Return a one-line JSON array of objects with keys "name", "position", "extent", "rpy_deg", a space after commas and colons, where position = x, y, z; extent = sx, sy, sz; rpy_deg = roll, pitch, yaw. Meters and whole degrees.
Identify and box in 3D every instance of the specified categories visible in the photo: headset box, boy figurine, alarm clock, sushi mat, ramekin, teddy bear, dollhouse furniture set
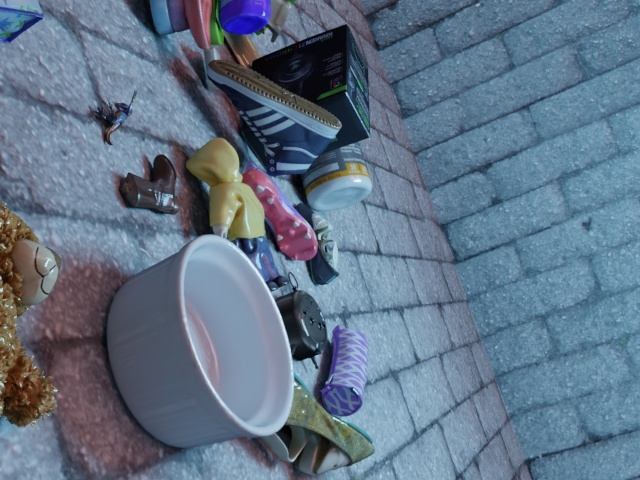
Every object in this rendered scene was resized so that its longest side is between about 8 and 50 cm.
[{"name": "headset box", "position": [-0.028, -0.304, 1.686], "extent": [0.283, 0.246, 0.131], "rpy_deg": [-87, 153, -43]}, {"name": "boy figurine", "position": [-0.149, -0.036, 1.333], "extent": [0.285, 0.092, 0.177], "rpy_deg": [67, 19, -2]}, {"name": "alarm clock", "position": [-0.038, 0.143, 1.489], "extent": [0.129, 0.064, 0.192], "rpy_deg": [39, 32, -55]}, {"name": "sushi mat", "position": [-0.225, -0.526, 1.763], "extent": [0.316, 0.019, 0.151], "rpy_deg": [60, 22, -24]}, {"name": "ramekin", "position": [-0.160, 0.142, 1.045], "extent": [0.277, 0.135, 0.277], "rpy_deg": [53, 25, -38]}, {"name": "teddy bear", "position": [-0.326, 0.091, 0.697], "extent": [0.245, 0.113, 0.338], "rpy_deg": [65, 19, -15]}, {"name": "dollhouse furniture set", "position": [-0.177, -0.566, 1.799], "extent": [0.197, 0.151, 0.301], "rpy_deg": [43, 34, -23]}]

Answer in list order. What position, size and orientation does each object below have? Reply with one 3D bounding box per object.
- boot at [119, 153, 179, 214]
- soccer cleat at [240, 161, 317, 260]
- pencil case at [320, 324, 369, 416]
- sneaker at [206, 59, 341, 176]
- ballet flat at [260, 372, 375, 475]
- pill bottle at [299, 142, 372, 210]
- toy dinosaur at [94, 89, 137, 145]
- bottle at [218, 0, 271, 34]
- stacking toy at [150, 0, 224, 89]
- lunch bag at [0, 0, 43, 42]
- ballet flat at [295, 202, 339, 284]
[{"name": "boot", "position": [-0.264, -0.093, 1.176], "extent": [0.114, 0.037, 0.106], "rpy_deg": [12, 56, -62]}, {"name": "soccer cleat", "position": [-0.081, -0.055, 1.559], "extent": [0.248, 0.083, 0.095], "rpy_deg": [49, 22, -38]}, {"name": "pencil case", "position": [0.049, 0.262, 1.563], "extent": [0.088, 0.086, 0.206], "rpy_deg": [34, 27, -11]}, {"name": "sneaker", "position": [-0.115, -0.228, 1.507], "extent": [0.282, 0.153, 0.099], "rpy_deg": [25, 28, -18]}, {"name": "ballet flat", "position": [-0.022, 0.323, 1.283], "extent": [0.348, 0.123, 0.123], "rpy_deg": [50, 26, -44]}, {"name": "pill bottle", "position": [0.014, -0.224, 1.861], "extent": [0.162, 0.162, 0.278], "rpy_deg": [24, 48, -64]}, {"name": "toy dinosaur", "position": [-0.310, -0.188, 1.175], "extent": [0.082, 0.047, 0.090], "rpy_deg": [-8, 110, -79]}, {"name": "bottle", "position": [-0.159, -0.570, 1.573], "extent": [0.092, 0.118, 0.283], "rpy_deg": [2, 82, -34]}, {"name": "stacking toy", "position": [-0.275, -0.469, 1.515], "extent": [0.279, 0.130, 0.309], "rpy_deg": [86, 1, -52]}, {"name": "lunch bag", "position": [-0.422, -0.316, 0.913], "extent": [0.151, 0.096, 0.129], "rpy_deg": [-8, 79, -56]}, {"name": "ballet flat", "position": [0.000, 0.000, 1.724], "extent": [0.074, 0.074, 0.203], "rpy_deg": [31, 41, -60]}]
